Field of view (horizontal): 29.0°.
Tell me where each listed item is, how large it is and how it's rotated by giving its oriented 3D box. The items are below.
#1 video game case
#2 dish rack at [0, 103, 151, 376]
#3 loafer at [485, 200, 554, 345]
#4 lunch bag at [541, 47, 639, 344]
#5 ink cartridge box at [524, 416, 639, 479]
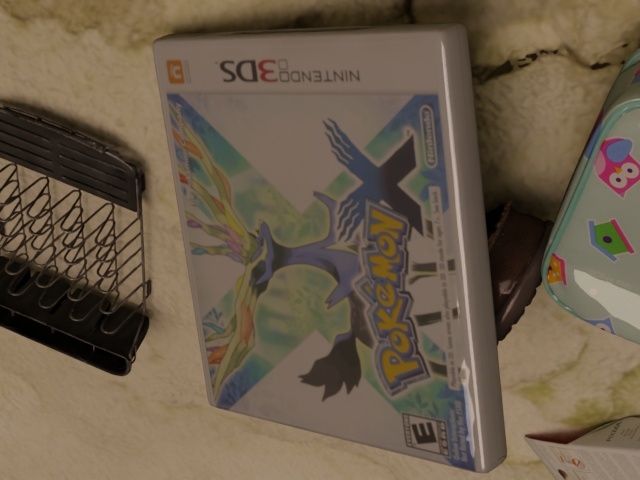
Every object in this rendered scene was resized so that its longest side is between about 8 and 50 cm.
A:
[{"bbox_3d":[0.000,0.000,0.968,0.299,0.036,0.329,6,110,41],"label":"video game case"},{"bbox_3d":[-0.265,-0.004,1.228,0.208,0.074,0.272,20,137,12],"label":"dish rack"},{"bbox_3d":[0.040,0.051,1.047,0.130,0.134,0.366,46,137,-15],"label":"loafer"},{"bbox_3d":[0.310,-0.009,0.845,0.279,0.108,0.224,21,133,10],"label":"lunch bag"},{"bbox_3d":[0.295,0.223,1.143,0.145,0.045,0.179,51,154,-21],"label":"ink cartridge box"}]
